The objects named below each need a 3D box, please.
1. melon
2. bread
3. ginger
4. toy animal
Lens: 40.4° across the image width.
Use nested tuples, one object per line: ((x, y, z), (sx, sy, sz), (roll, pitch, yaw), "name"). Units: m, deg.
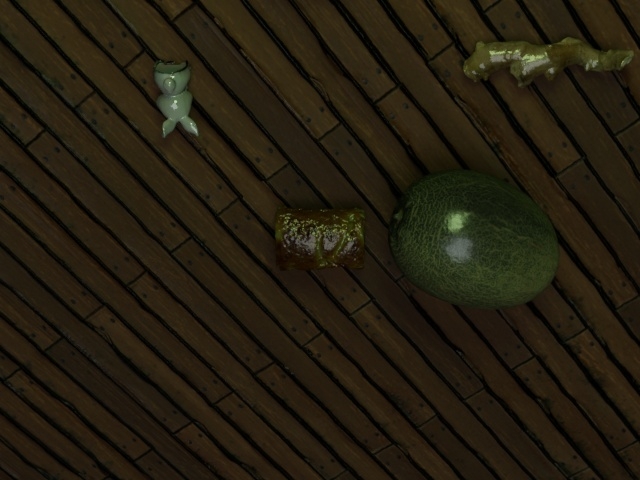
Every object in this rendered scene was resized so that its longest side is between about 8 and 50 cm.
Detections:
((0.279, 0.001, 1.583), (0.329, 0.249, 0.249), (19, 116, -20), "melon")
((0.000, 0.000, 1.661), (0.172, 0.103, 0.132), (1, 111, 3), "bread")
((0.395, -0.310, 1.518), (0.287, 0.075, 0.089), (2, 95, 4), "ginger")
((-0.257, -0.254, 1.550), (0.070, 0.085, 0.124), (-9, 124, -15), "toy animal")
